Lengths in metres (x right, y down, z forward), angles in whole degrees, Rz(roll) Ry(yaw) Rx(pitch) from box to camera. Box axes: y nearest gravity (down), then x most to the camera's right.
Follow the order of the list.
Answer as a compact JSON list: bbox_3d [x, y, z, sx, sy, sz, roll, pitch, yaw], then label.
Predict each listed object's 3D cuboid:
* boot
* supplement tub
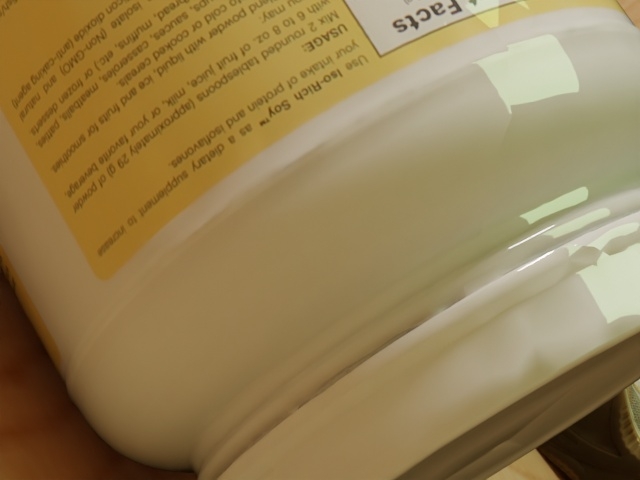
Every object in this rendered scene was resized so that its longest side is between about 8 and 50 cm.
[{"bbox_3d":[0.196,0.110,1.103,0.213,0.077,0.165,57,17,-7],"label":"boot"},{"bbox_3d":[-0.022,-0.065,0.571,0.331,0.241,0.241,58,17,14],"label":"supplement tub"}]
